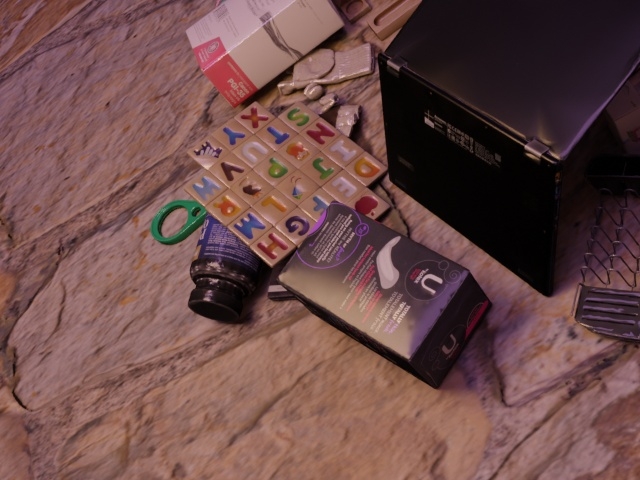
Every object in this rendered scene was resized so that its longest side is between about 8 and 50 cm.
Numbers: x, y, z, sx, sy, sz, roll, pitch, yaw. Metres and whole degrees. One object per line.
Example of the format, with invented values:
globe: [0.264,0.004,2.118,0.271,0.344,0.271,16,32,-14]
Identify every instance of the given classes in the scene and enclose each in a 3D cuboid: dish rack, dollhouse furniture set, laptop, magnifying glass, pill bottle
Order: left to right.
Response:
magnifying glass: [-0.229,-0.056,1.801,0.231,0.026,0.092,-20,53,21]
pill bottle: [-0.160,0.026,1.643,0.123,0.123,0.219,-2,61,30]
dollhouse furniture set: [0.097,-0.490,1.805,0.144,0.123,0.151,-36,50,7]
laptop: [0.295,-0.207,1.410,0.236,0.407,0.382,-29,46,-21]
dish rack: [0.464,0.011,1.315,0.208,0.074,0.271,4,65,33]

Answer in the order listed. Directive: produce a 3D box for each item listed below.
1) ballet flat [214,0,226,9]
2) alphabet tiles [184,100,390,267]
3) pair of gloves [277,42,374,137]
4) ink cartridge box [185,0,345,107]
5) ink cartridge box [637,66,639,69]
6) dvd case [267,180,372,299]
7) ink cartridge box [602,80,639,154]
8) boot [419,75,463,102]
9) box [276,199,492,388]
ballet flat: [-0.145,-0.564,2.035,0.221,0.077,0.079,-38,30,5]
alphabet tiles: [-0.059,-0.107,1.634,0.285,0.011,0.342,-40,65,-23]
pair of gloves: [-0.005,-0.278,1.790,0.204,0.042,0.240,-4,59,29]
ink cartridge box: [-0.114,-0.428,1.873,0.283,0.117,0.207,-35,37,8]
ink cartridge box: [0.447,-0.368,1.494,0.233,0.168,0.171,-37,49,6]
dvd case: [0.000,0.000,1.632,0.165,0.018,0.221,-5,59,27]
ink cartridge box: [0.460,-0.189,1.406,0.052,0.122,0.088,-29,51,12]
boot: [0.251,-0.310,1.576,0.247,0.161,0.083,5,62,36]
box: [0.098,0.080,1.433,0.270,0.143,0.165,30,80,34]
